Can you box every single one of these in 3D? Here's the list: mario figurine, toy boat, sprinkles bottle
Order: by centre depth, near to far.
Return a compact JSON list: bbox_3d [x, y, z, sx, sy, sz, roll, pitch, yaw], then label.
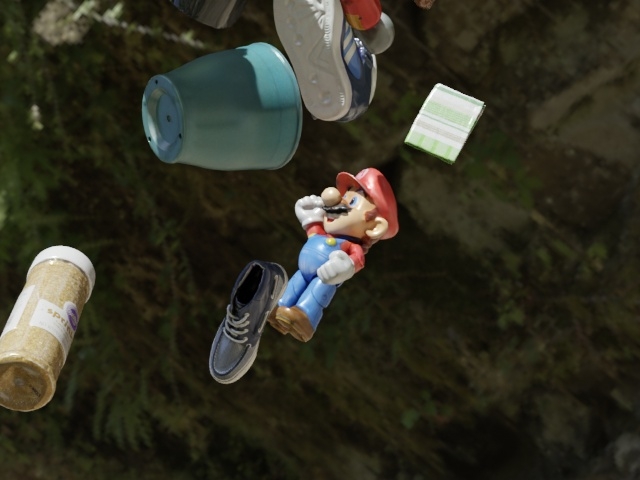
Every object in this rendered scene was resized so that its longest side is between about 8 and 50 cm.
[{"bbox_3d":[0.084,-0.450,1.825,0.148,0.268,0.318,53,-138,-58],"label":"toy boat"},{"bbox_3d":[0.000,0.000,1.997,0.320,0.198,0.170,-55,-23,-16],"label":"mario figurine"},{"bbox_3d":[-0.489,0.148,2.079,0.121,0.121,0.355,-49,18,25],"label":"sprinkles bottle"}]

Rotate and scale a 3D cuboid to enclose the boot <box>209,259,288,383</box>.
[{"bbox_3d":[-0.115,0.113,1.667,0.190,0.069,0.086,-65,-20,0],"label":"boot"}]

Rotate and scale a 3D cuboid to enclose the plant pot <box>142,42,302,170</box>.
[{"bbox_3d":[-0.218,-0.265,2.448,0.255,0.271,0.271,-12,-22,-35],"label":"plant pot"}]

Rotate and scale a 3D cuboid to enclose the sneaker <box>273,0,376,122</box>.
[{"bbox_3d":[0.018,-0.385,2.251,0.130,0.322,0.236,-10,7,19],"label":"sneaker"}]

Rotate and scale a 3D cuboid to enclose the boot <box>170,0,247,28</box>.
[{"bbox_3d":[-0.054,-0.455,1.412,0.445,0.146,0.367,-50,8,19],"label":"boot"}]

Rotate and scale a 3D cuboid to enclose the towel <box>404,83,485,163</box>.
[{"bbox_3d":[0.249,-0.233,2.366,0.152,0.113,0.023,-60,-14,-19],"label":"towel"}]

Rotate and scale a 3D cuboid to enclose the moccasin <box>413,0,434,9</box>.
[{"bbox_3d":[0.290,-0.535,2.066,0.380,0.147,0.139,-46,22,40],"label":"moccasin"}]
